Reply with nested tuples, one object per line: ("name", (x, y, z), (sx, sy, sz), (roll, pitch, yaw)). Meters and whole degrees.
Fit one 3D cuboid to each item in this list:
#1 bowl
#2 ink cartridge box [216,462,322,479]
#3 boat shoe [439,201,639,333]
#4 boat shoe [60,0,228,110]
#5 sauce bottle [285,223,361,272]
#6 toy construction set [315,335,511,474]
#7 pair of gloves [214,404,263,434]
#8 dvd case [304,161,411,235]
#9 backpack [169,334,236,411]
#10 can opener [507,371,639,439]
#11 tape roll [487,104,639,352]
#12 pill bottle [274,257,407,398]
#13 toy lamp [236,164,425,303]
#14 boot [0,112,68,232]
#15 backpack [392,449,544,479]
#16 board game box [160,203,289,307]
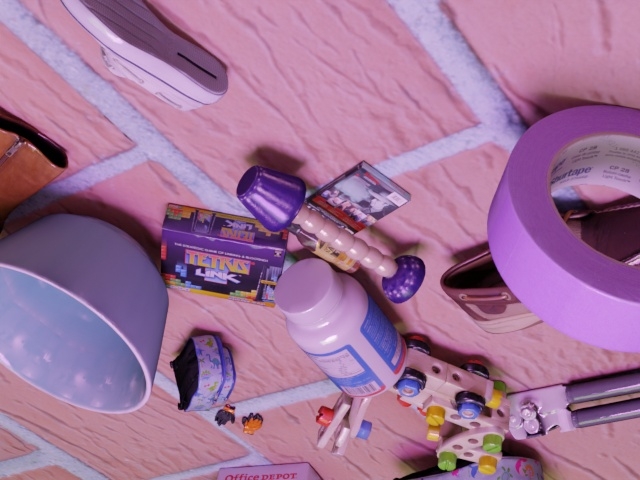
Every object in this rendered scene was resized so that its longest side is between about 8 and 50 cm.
("bowl", (-0.334, 0.082, 1.438), (0.311, 0.163, 0.311), (18, 141, 15))
("ink cartridge box", (-0.109, 0.562, 1.941), (0.197, 0.273, 0.114), (-9, 135, 21))
("boat shoe", (0.299, 0.020, 1.305), (0.123, 0.123, 0.342), (35, 141, -31))
("boat shoe", (-0.207, -0.208, 1.144), (0.076, 0.083, 0.226), (-27, 130, 36))
("sauce bottle", (0.000, 0.000, 1.396), (0.128, 0.042, 0.042), (28, 138, -26))
("toy construction set", (0.158, 0.264, 1.625), (0.327, 0.151, 0.215), (11, 143, -20))
("pair of gloves", (-0.146, 0.321, 1.854), (0.083, 0.010, 0.074), (19, 141, -11))
("dvd case", (0.045, -0.051, 1.347), (0.087, 0.013, 0.119), (33, 137, -27))
("backpack", (-0.182, 0.206, 1.646), (0.084, 0.105, 0.114), (-1, 146, -24))
("can opener", (0.417, 0.253, 1.623), (0.280, 0.074, 0.093), (-18, 168, 33))
("tape roll", (0.324, -0.018, 1.121), (0.275, 0.275, 0.090), (10, 143, -1))
("pill bottle", (0.027, 0.121, 1.472), (0.124, 0.124, 0.221), (-12, 139, 25))
("toy lamp", (0.012, -0.009, 1.334), (0.274, 0.080, 0.080), (34, 136, -28))
("boot", (-0.507, -0.087, 1.349), (0.264, 0.096, 0.280), (31, 136, -25))
("backpack", (0.272, 0.467, 1.810), (0.253, 0.191, 0.225), (-31, 148, 29))
("board game box", (-0.136, 0.024, 1.450), (0.170, 0.048, 0.141), (10, 143, -1))
